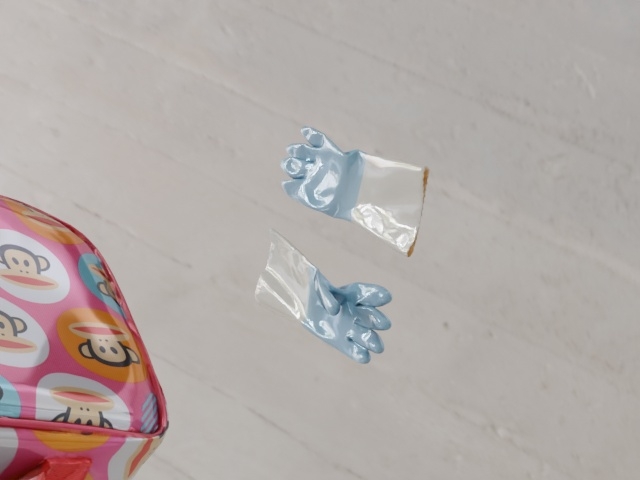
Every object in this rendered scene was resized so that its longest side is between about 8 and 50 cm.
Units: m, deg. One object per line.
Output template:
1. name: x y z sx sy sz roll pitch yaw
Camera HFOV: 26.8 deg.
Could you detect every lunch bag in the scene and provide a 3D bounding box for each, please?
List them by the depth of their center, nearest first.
1. lunch bag: -0.233 0.070 0.751 0.120 0.293 0.258 -57 42 22

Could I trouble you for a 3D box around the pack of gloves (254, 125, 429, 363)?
1. pack of gloves: 0.000 0.000 1.268 0.232 0.046 0.195 25 110 53
